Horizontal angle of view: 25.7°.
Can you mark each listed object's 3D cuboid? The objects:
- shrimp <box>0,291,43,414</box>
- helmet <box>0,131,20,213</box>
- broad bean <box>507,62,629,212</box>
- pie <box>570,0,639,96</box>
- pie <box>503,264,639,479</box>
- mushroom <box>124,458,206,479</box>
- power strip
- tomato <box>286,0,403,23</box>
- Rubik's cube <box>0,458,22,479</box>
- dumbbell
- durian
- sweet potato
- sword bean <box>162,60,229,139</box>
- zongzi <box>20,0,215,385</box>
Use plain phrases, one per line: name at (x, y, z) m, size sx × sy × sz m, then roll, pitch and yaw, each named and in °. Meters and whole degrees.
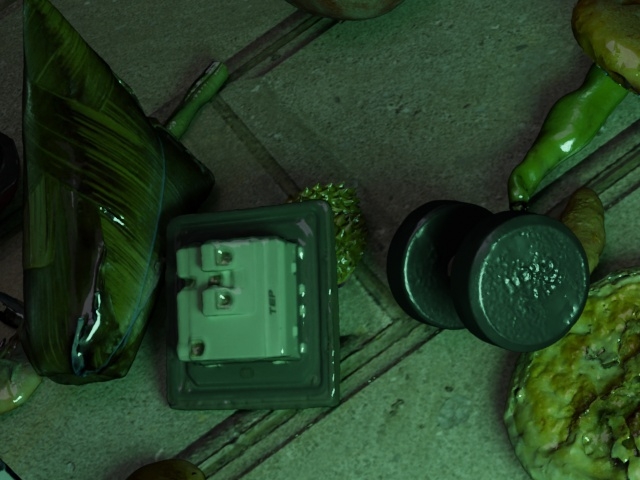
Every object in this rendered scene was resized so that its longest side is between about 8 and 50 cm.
shrimp at (-0.487, 0.141, 2.015) m, size 0.178 × 0.075 × 0.289 m, roll -39°, pitch 40°, yaw -19°
helmet at (-0.578, -0.094, 2.240) m, size 0.198 × 0.154 × 0.253 m, roll -26°, pitch 56°, yaw -23°
broad bean at (0.318, -0.131, 1.779) m, size 0.098 × 0.056 × 0.318 m, roll 6°, pitch 52°, yaw 38°
pie at (0.448, -0.266, 1.793) m, size 0.273 × 0.069 × 0.273 m, roll -1°, pitch 43°, yaw 1°
pie at (0.343, 0.153, 1.475) m, size 0.339 × 0.077 × 0.339 m, roll -17°, pitch 44°, yaw 17°
mushroom at (-0.194, 0.309, 1.681) m, size 0.123 × 0.052 × 0.123 m, roll -19°, pitch 39°, yaw 16°
power strip at (-0.100, 0.082, 1.736) m, size 0.251 × 0.092 × 0.257 m, roll -5°, pitch 81°, yaw 23°
tomato at (0.043, -0.491, 2.149) m, size 0.316 × 0.282 × 0.317 m, roll -10°, pitch 57°, yaw 16°
Rubik's cube at (-0.564, 0.378, 1.630) m, size 0.344 × 0.337 × 0.344 m, roll -3°, pitch 49°, yaw 31°
dumbbell at (0.184, 0.035, 1.582) m, size 0.152 × 0.152 × 0.218 m, roll -44°, pitch 19°, yaw -13°
durian at (0.002, 0.002, 1.803) m, size 0.186 × 0.119 × 0.108 m, roll -44°, pitch 38°, yaw -15°
sweet potato at (0.304, 0.002, 1.653) m, size 0.068 × 0.060 × 0.206 m, roll -46°, pitch 12°, yaw 33°
sword bean at (-0.227, -0.173, 2.181) m, size 0.043 × 0.038 × 0.269 m, roll -14°, pitch 38°, yaw 58°
zongzi at (-0.339, -0.059, 1.841) m, size 0.208 × 0.432 × 0.403 m, roll -3°, pitch 51°, yaw 25°
